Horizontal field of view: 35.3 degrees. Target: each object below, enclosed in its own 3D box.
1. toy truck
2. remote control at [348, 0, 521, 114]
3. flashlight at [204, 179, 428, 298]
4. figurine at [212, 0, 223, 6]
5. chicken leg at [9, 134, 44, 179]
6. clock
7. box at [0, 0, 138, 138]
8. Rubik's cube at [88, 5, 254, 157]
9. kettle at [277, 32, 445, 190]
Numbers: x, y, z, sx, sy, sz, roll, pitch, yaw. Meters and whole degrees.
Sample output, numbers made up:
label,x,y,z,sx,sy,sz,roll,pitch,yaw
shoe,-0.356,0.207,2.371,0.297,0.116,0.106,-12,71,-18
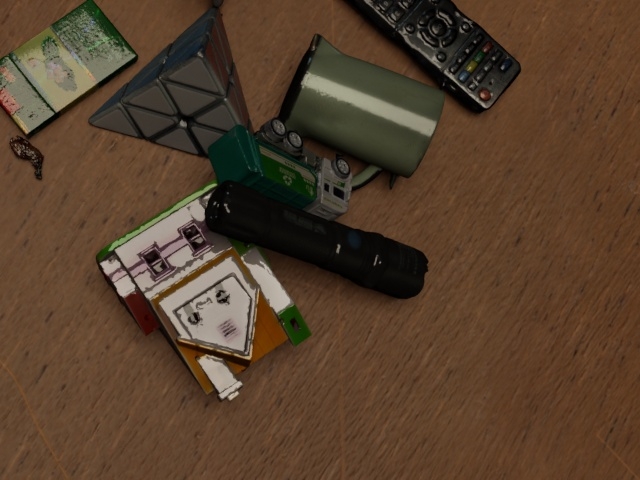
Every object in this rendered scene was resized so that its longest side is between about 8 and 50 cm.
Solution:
label,x,y,z,sx,sy,sz,roll,pitch,yaw
toy truck,-0.064,-0.109,1.661,0.253,0.114,0.124,27,50,-33
remote control,0.181,-0.396,1.841,0.399,0.062,0.144,41,76,-5
flashlight,0.000,0.000,1.640,0.424,0.103,0.103,21,76,-35
figurine,-0.155,-0.599,1.752,0.361,0.266,0.377,-2,107,-34
chicken leg,-0.484,-0.142,1.678,0.083,0.021,0.036,49,65,-6
clock,-0.182,0.099,1.637,0.235,0.166,0.309,-33,82,-15
box,-0.441,-0.292,1.702,0.235,0.034,0.132,-39,91,-15
Rubik's cube,-0.213,-0.255,1.694,0.233,0.229,0.228,-10,127,-48
kettle,0.057,-0.202,1.745,0.255,0.165,0.240,20,106,-8
